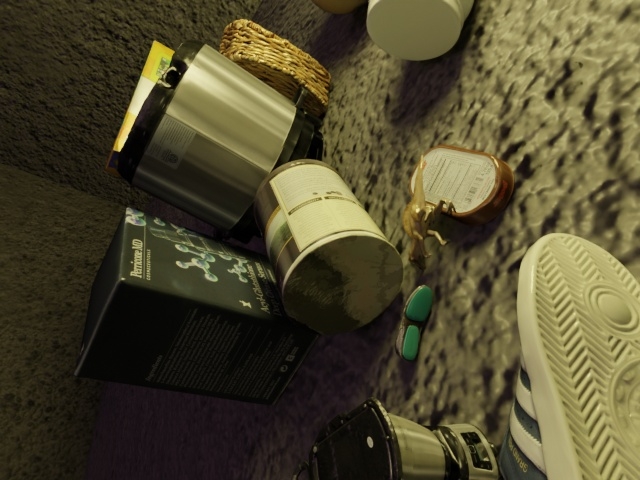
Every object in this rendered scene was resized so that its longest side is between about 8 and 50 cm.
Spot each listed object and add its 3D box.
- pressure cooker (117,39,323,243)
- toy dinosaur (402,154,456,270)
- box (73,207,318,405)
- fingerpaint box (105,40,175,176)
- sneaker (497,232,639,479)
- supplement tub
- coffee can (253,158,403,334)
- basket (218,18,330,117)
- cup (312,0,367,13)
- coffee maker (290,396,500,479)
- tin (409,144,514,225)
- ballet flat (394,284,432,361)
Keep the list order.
[{"bbox_3d":[-0.213,-0.205,1.023,0.369,0.420,0.376,-33,35,53],"label":"pressure cooker"},{"bbox_3d":[0.152,-0.041,0.638,0.092,0.053,0.183,-168,78,-66],"label":"toy dinosaur"},{"bbox_3d":[-0.253,0.140,0.892,0.212,0.395,0.293,-60,32,15],"label":"box"},{"bbox_3d":[-0.357,-0.306,1.292,0.163,0.444,0.372,-22,54,53],"label":"fingerpaint box"},{"bbox_3d":[0.225,0.157,0.397,0.148,0.131,0.350,101,-175,-54],"label":"sneaker"},{"bbox_3d":[0.195,-0.501,0.780,0.191,0.191,0.273,-4,68,57],"label":"supplement tub"},{"bbox_3d":[0.000,0.000,0.767,0.202,0.201,0.275,-56,32,20],"label":"coffee can"},{"bbox_3d":[-0.118,-0.476,1.156,0.213,0.299,0.223,-25,51,51],"label":"basket"},{"bbox_3d":[0.058,-0.731,1.072,0.237,0.330,0.332,116,163,-68],"label":"cup"},{"bbox_3d":[0.085,0.262,0.488,0.171,0.178,0.120,-28,46,45],"label":"coffee maker"},{"bbox_3d":[0.209,-0.091,0.656,0.106,0.040,0.189,-61,31,5],"label":"tin"},{"bbox_3d":[0.135,0.122,0.638,0.041,0.041,0.115,4,74,59],"label":"ballet flat"}]
